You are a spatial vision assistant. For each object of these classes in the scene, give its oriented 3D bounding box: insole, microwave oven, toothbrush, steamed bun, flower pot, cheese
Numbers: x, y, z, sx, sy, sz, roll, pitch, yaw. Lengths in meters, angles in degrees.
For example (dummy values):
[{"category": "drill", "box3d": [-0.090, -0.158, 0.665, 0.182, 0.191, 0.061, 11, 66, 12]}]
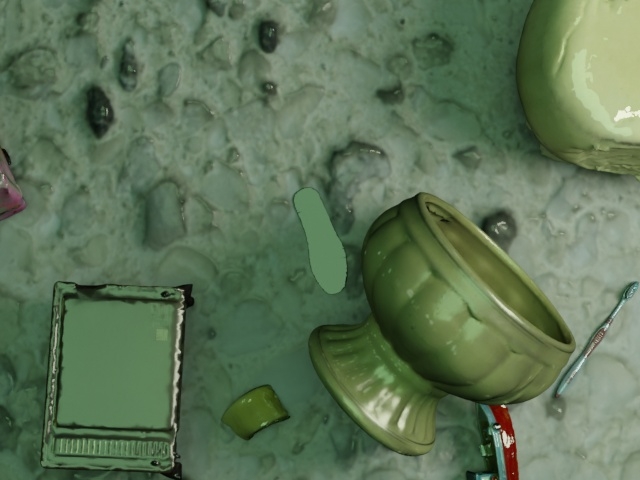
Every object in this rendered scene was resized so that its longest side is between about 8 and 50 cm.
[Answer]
[{"category": "insole", "box3d": [0.000, 0.000, 1.763, 0.053, 0.002, 0.152, -21, 84, -1]}, {"category": "microwave oven", "box3d": [-0.259, 0.180, 1.659, 0.178, 0.188, 0.247, 3, 79, -4]}, {"category": "toothbrush", "box3d": [0.373, 0.133, 1.733, 0.013, 0.019, 0.193, 36, 87, 4]}, {"category": "steamed bun", "box3d": [0.420, -0.232, 1.670, 0.334, 0.233, 0.311, 16, 82, -6]}, {"category": "flower pot", "box3d": [0.137, 0.113, 1.614, 0.244, 0.307, 0.307, -44, 84, 14]}, {"category": "cheese", "box3d": [-0.092, 0.235, 1.717, 0.084, 0.041, 0.060, -36, 70, 6]}]

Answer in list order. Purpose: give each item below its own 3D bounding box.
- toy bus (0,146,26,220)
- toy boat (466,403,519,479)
[{"category": "toy bus", "box3d": [-0.492, -0.158, 1.740, 0.090, 0.112, 0.274, -24, 83, -10]}, {"category": "toy boat", "box3d": [0.224, 0.286, 1.691, 0.059, 0.069, 0.172, -4, 86, -9]}]
